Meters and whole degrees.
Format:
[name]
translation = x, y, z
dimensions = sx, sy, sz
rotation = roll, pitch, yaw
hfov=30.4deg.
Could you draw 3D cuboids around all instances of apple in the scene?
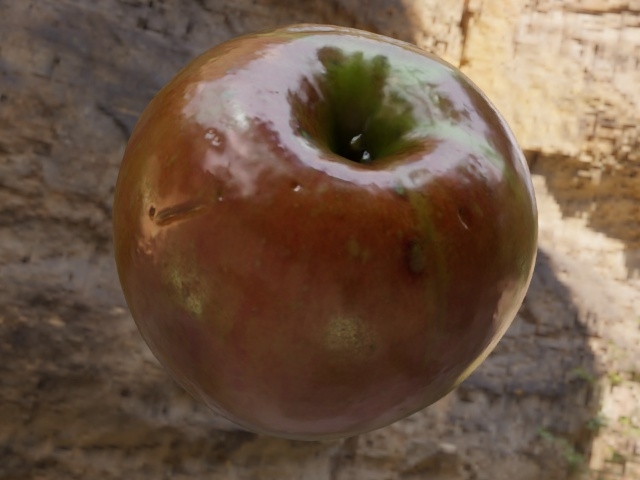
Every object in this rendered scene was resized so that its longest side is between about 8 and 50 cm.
[apple]
translation = 0.000, 0.000, 0.548
dimensions = 0.196, 0.196, 0.196
rotation = 11, -13, 3
